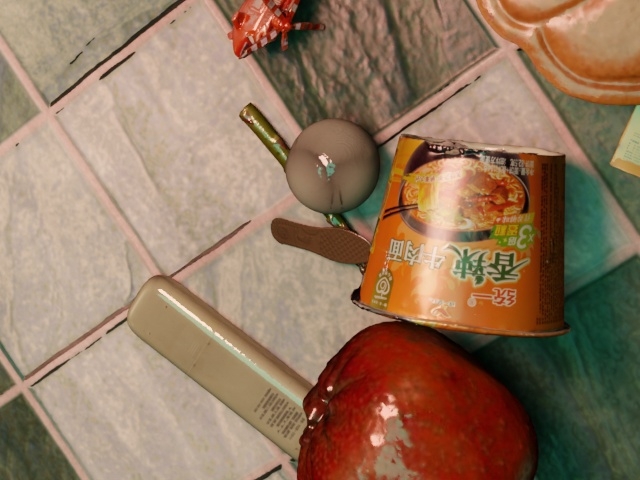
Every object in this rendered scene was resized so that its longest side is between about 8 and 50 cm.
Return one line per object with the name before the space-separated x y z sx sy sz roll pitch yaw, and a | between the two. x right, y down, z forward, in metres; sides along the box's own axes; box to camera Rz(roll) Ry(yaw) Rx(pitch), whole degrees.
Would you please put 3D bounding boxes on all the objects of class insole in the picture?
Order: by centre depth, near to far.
insole | 0.000 0.000 1.606 0.135 0.002 0.045 15 121 28

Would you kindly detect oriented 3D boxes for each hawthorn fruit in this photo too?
hawthorn fruit | 0.125 0.237 1.534 0.300 0.254 0.254 27 113 -18

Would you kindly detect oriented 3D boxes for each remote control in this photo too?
remote control | -0.098 0.157 1.676 0.309 0.038 0.090 36 113 8

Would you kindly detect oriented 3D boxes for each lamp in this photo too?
lamp | 0.013 -0.080 1.546 0.105 0.105 0.105 4 104 18

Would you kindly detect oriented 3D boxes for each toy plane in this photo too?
toy plane | -0.040 -0.282 1.520 0.077 0.126 0.194 34 116 38

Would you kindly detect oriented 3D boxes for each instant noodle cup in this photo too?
instant noodle cup | 0.155 -0.010 1.461 0.230 0.230 0.182 9 98 17

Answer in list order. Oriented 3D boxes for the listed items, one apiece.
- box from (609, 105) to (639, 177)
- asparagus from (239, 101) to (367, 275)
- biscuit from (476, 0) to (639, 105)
box | 0.359 -0.130 1.460 0.073 0.020 0.149 26 110 12
asparagus | -0.009 -0.053 1.603 0.248 0.024 0.025 52 155 1
biscuit | 0.288 -0.340 1.384 0.350 0.078 0.455 -38 89 17
